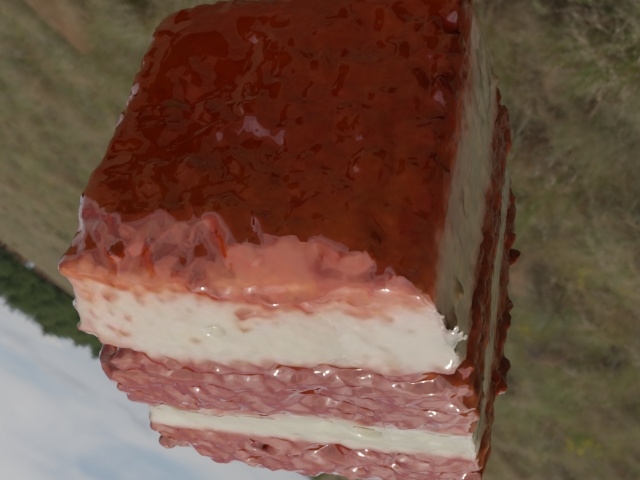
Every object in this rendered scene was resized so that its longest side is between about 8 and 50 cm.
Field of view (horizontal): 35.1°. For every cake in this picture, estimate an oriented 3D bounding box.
[{"bbox_3d":[0.000,0.000,0.746,0.270,0.269,0.319,3,147,15],"label":"cake"}]
